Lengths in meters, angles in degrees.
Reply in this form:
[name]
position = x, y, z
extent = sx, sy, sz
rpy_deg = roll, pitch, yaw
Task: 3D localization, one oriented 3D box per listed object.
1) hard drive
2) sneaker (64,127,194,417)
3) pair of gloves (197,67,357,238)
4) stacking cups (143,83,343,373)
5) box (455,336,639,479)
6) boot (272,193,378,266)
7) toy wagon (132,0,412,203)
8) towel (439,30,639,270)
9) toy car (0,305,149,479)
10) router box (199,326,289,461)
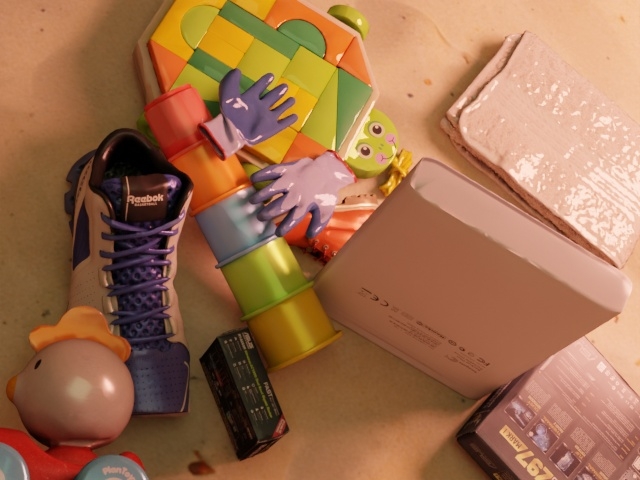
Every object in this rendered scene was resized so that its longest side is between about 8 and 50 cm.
[hard drive]
position = 0.136, 0.052, 1.550
extent = 0.233, 0.353, 0.047
rpy_deg = 31, 65, -5
[sneaker]
position = -0.199, 0.020, 1.554
extent = 0.128, 0.182, 0.315
rpy_deg = -3, 72, -17
[pair of gloves]
position = -0.050, -0.096, 1.626
extent = 0.198, 0.023, 0.159
rpy_deg = 51, 41, -1
[stacking cups]
position = -0.085, -0.018, 1.626
extent = 0.096, 0.096, 0.316
rpy_deg = -25, 88, -24
[box]
position = 0.290, 0.237, 1.685
extent = 0.232, 0.059, 0.183
rpy_deg = 46, 64, -2
[boot]
position = 0.000, 0.000, 1.694
extent = 0.158, 0.059, 0.084
rpy_deg = -8, 78, -21
[toy wagon]
position = -0.037, -0.171, 1.737
extent = 0.344, 0.068, 0.267
rpy_deg = 31, 65, -4
[towel]
position = 0.296, -0.112, 1.831
extent = 0.282, 0.049, 0.187
rpy_deg = 39, 65, -1
[toy car]
position = -0.262, 0.176, 1.456
extent = 0.210, 0.219, 0.237
rpy_deg = 9, 67, -14
[router box]
position = -0.081, 0.161, 1.588
extent = 0.038, 0.092, 0.122
rpy_deg = -17, 77, -23
